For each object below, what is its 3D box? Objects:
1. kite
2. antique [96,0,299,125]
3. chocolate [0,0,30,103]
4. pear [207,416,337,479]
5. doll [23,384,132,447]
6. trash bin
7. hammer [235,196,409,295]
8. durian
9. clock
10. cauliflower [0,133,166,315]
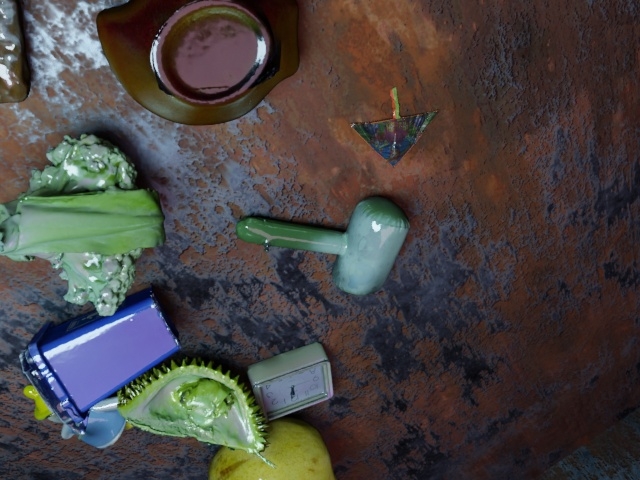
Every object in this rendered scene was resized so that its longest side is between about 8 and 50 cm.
[{"bbox_3d":[0.141,-0.211,0.941,0.189,0.010,0.159,-12,125,-18],"label":"kite"},{"bbox_3d":[-0.158,-0.273,0.690,0.277,0.129,0.224,-9,123,-21],"label":"antique"},{"bbox_3d":[-0.474,-0.242,0.592,0.213,0.093,0.149,-4,120,-24],"label":"chocolate"},{"bbox_3d":[-0.117,0.583,1.207,0.313,0.314,0.315,-12,127,-16],"label":"pear"},{"bbox_3d":[-0.479,0.344,1.000,0.135,0.099,0.241,-7,136,31],"label":"doll"},{"bbox_3d":[-0.377,0.201,0.892,0.234,0.162,0.184,-28,106,-14],"label":"trash bin"},{"bbox_3d":[0.000,0.000,0.972,0.335,0.119,0.207,8,118,-21],"label":"hammer"},{"bbox_3d":[-0.250,0.350,1.037,0.355,0.170,0.157,30,134,-25],"label":"durian"},{"bbox_3d":[-0.070,0.342,1.194,0.191,0.071,0.147,-16,128,-14],"label":"clock"},{"bbox_3d":[-0.361,-0.022,0.693,0.257,0.238,0.315,-54,170,15],"label":"cauliflower"}]
